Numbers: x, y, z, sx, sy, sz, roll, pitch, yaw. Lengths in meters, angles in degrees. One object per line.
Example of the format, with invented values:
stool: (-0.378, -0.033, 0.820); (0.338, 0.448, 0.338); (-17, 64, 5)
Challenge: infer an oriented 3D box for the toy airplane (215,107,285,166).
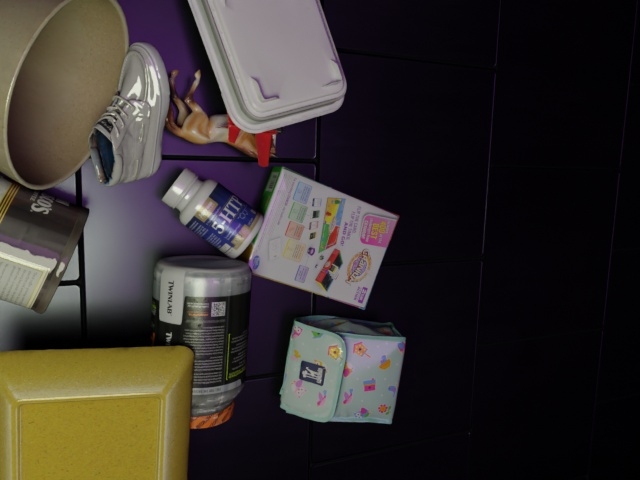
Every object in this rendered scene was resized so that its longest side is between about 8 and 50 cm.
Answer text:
toy airplane: (-0.136, -0.227, 1.097); (0.151, 0.028, 0.151); (1, 89, -32)

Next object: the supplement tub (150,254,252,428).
supplement tub: (-0.241, 0.196, 1.092); (0.194, 0.194, 0.315); (2, 97, -24)

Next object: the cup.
cup: (-0.496, -0.277, 0.864); (0.237, 0.331, 0.330); (23, 88, -2)

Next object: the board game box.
board game box: (0.000, 0.000, 1.239); (0.317, 0.064, 0.242); (21, 90, -25)

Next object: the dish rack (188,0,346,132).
dish rack: (-0.088, -0.403, 1.084); (0.286, 0.072, 0.332); (-23, 96, -29)

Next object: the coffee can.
coffee can: (-0.564, -0.015, 0.909); (0.276, 0.202, 0.201); (24, 88, -25)

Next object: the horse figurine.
horse figurine: (-0.214, -0.253, 1.102); (0.264, 0.066, 0.174); (-4, 99, -30)

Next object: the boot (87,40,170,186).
boot: (-0.348, -0.219, 0.975); (0.123, 0.095, 0.258); (-38, 143, -54)

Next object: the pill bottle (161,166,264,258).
pill bottle: (-0.219, -0.059, 1.102); (0.187, 0.112, 0.112); (37, 83, -15)

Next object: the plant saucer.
plant saucer: (-0.390, 0.354, 0.931); (0.333, 0.081, 0.332); (2, 102, -18)

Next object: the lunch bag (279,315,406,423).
lunch bag: (0.045, 0.295, 1.259); (0.263, 0.160, 0.223); (7, 99, -14)
